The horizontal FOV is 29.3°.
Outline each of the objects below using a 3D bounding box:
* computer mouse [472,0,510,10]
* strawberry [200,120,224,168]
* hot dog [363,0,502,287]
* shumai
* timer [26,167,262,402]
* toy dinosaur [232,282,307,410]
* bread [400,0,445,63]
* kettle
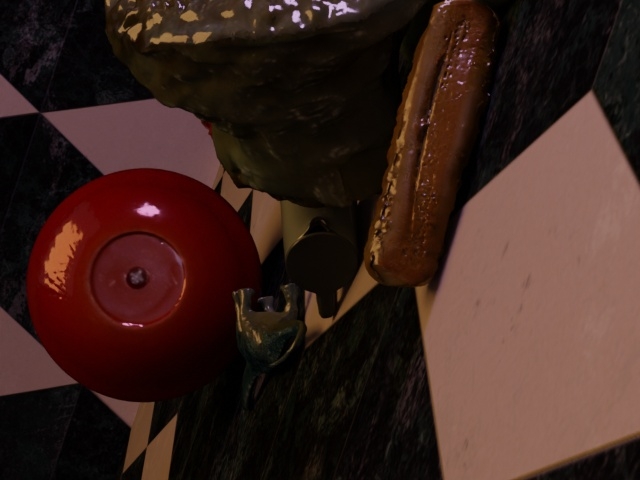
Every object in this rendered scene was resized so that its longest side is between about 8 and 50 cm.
[{"bbox_3d":[0.158,-0.240,1.190,0.110,0.056,0.032,178,101,-76],"label":"computer mouse"},{"bbox_3d":[-0.070,-0.167,1.980,0.234,0.234,0.178,-83,-12,-46],"label":"strawberry"},{"bbox_3d":[0.106,-0.091,1.158,0.068,0.083,0.289,70,-144,-77],"label":"hot dog"},{"bbox_3d":[-0.017,-0.202,1.368,0.324,0.397,0.323,-72,-30,-46],"label":"shumai"},{"bbox_3d":[-0.282,0.071,1.972,0.279,0.378,0.378,143,145,-85],"label":"timer"},{"bbox_3d":[-0.072,0.130,1.668,0.363,0.076,0.147,131,136,-66],"label":"toy dinosaur"},{"bbox_3d":[0.148,-0.353,1.450,0.301,0.045,0.301,-161,90,-80],"label":"bread"},{"bbox_3d":[-0.005,-0.003,1.494,0.127,0.098,0.148,-59,20,30],"label":"kettle"}]
